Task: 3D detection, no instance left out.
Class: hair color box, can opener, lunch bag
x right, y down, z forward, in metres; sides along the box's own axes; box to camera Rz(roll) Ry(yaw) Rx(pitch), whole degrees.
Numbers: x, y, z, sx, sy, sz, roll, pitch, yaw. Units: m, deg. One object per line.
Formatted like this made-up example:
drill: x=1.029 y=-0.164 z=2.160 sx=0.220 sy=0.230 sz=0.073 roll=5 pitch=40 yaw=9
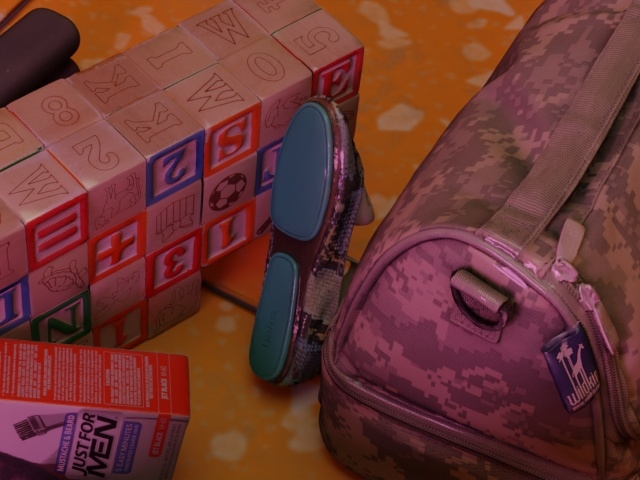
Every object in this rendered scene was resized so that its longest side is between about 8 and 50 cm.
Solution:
hair color box: x=-0.165 y=0.107 z=1.015 sx=0.167 sy=0.093 sz=0.053 roll=7 pitch=42 yaw=-12
can opener: x=-0.282 y=-0.069 z=1.190 sx=0.095 sy=0.076 sz=0.283 roll=29 pitch=52 yaw=18
lunch bag: x=0.141 y=0.002 z=1.041 sx=0.212 sy=0.256 sz=0.305 roll=24 pitch=52 yaw=16

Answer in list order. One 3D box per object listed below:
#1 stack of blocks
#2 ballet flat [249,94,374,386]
stack of blocks: x=-0.116 y=-0.025 z=1.101 sx=0.297 sy=0.171 sz=0.087 roll=-31 pitch=58 yaw=-28
ballet flat: x=0.000 y=0.000 z=1.095 sx=0.070 sy=0.188 sz=0.070 roll=12 pitch=19 yaw=-4
